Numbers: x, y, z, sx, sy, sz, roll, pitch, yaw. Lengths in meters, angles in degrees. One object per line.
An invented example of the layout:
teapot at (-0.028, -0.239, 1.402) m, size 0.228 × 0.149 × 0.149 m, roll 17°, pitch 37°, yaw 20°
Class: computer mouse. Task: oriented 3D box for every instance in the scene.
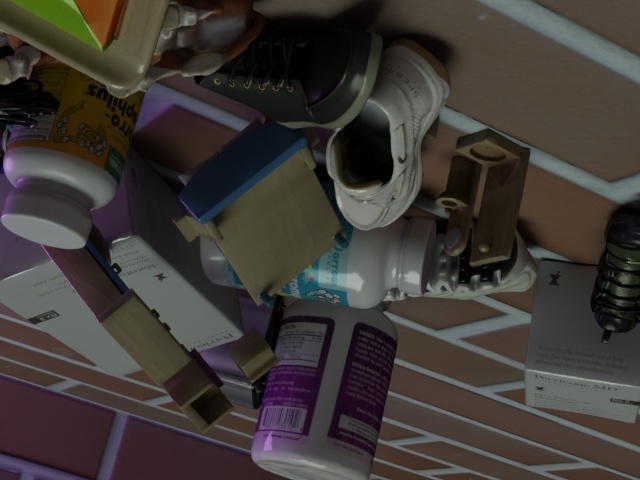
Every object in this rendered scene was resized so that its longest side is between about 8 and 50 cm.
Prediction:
computer mouse at (-0.361, -0.149, 1.235) m, size 0.188 × 0.072 × 0.272 m, roll 6°, pitch -162°, yaw -18°

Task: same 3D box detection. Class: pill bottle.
pill bottle at (0.000, 0.000, 1.507) m, size 0.264 × 0.146 × 0.146 m, roll 8°, pitch 160°, yaw 13°
pill bottle at (0.015, 0.181, 1.768) m, size 0.169 × 0.301 × 0.169 m, roll 12°, pitch 161°, yaw 4°
pill bottle at (-0.253, -0.103, 1.285) m, size 0.118 × 0.208 × 0.117 m, roll 12°, pitch 161°, yaw 4°

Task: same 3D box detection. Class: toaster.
toaster at (-0.124, 0.171, 2.038) m, size 0.110 × 0.168 × 0.185 m, roll 13°, pitch 162°, yaw 3°

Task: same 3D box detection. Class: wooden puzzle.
wooden puzzle at (-0.207, -0.238, 0.930) m, size 0.221 × 0.044 × 0.238 m, roll 29°, pitch 136°, yaw -1°

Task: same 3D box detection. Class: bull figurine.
bull figurine at (-0.210, -0.192, 1.117) m, size 0.310 × 0.101 × 0.188 m, roll 0°, pitch -158°, yaw 12°

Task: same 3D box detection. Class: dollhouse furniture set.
dollhouse furniture set at (-0.117, -0.002, 1.408) m, size 0.198 × 0.303 × 0.286 m, roll 46°, pitch 172°, yaw 39°
dollhouse furniture set at (0.106, -0.053, 1.319) m, size 0.151 × 0.123 × 0.144 m, roll 24°, pitch 158°, yaw -29°

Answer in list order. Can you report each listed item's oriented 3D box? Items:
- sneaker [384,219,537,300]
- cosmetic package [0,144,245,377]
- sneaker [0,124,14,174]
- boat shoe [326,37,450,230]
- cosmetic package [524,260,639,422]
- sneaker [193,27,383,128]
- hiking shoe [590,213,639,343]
sneaker at (0.133, 0.034, 1.595) m, size 0.292 × 0.110 × 0.118 m, roll 1°, pitch 167°, yaw 32°
cosmetic package at (-0.268, 0.034, 1.669) m, size 0.217 × 0.156 × 0.385 m, roll -19°, pitch 152°, yaw 12°
sneaker at (-0.404, -0.124, 1.573) m, size 0.078 × 0.067 × 0.188 m, roll 42°, pitch 154°, yaw -15°
boat shoe at (0.045, -0.082, 1.238) m, size 0.098 × 0.096 × 0.277 m, roll 37°, pitch 152°, yaw 14°
cosmetic package at (0.349, 0.134, 1.643) m, size 0.151 × 0.151 × 0.183 m, roll 7°, pitch 160°, yaw 13°
sneaker at (-0.036, -0.154, 1.160) m, size 0.118 × 0.083 × 0.222 m, roll 17°, pitch 168°, yaw -24°
hiking shoe at (0.359, 0.048, 1.452) m, size 0.086 × 0.114 × 0.227 m, roll 9°, pitch 161°, yaw 11°
